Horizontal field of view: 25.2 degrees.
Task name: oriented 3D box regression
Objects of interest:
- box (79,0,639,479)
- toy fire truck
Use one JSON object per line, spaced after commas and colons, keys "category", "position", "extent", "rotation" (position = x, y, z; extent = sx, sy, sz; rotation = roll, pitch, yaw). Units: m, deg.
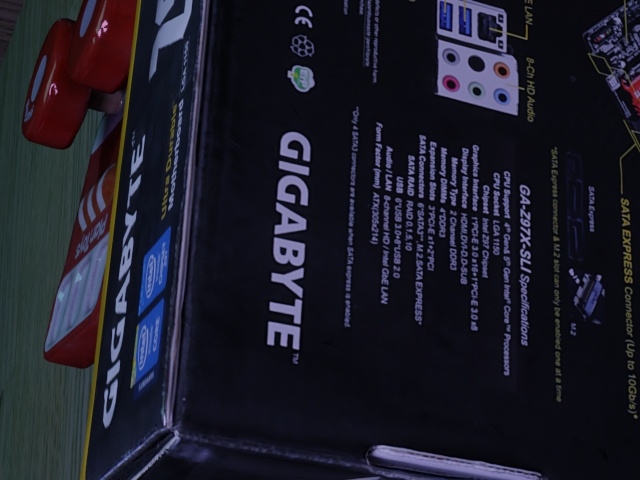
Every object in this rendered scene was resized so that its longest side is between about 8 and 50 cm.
{"category": "box", "position": [0.076, -0.063, 0.434], "extent": [0.079, 0.257, 0.322], "rotation": [138, 139, -56]}
{"category": "toy fire truck", "position": [-0.122, -0.048, 1.039], "extent": [0.302, 0.169, 0.253], "rotation": [-30, 47, 60]}
